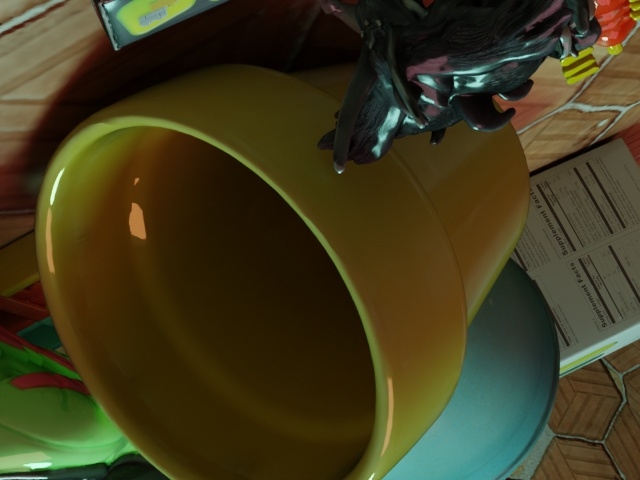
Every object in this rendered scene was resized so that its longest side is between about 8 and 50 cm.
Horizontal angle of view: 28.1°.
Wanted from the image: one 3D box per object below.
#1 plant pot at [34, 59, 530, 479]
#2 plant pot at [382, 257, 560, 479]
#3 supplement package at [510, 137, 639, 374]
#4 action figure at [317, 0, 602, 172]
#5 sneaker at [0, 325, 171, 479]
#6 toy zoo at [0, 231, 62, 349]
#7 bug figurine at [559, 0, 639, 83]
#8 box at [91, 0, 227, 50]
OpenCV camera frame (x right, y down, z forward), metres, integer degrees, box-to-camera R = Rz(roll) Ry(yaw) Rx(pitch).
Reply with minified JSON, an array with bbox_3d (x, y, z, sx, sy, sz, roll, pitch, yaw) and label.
[{"bbox_3d":[0.000,0.000,0.772,0.239,0.254,0.254,-35,176,-46],"label":"plant pot"},{"bbox_3d":[0.041,0.073,1.066,0.272,0.271,0.255,-29,151,9],"label":"plant pot"},{"bbox_3d":[0.243,0.050,1.423,0.263,0.198,0.199,-24,166,-12],"label":"supplement package"},{"bbox_3d":[0.072,-0.130,0.620,0.164,0.141,0.276,-37,178,42],"label":"action figure"},{"bbox_3d":[-0.205,0.196,0.953,0.202,0.185,0.483,-57,159,-7],"label":"sneaker"},{"bbox_3d":[-0.211,0.047,0.939,0.293,0.030,0.192,-28,166,5],"label":"toy zoo"},{"bbox_3d":[0.267,-0.209,0.811,0.279,0.072,0.216,-24,160,7],"label":"bug figurine"},{"bbox_3d":[0.000,-0.158,0.431,0.207,0.114,0.036,-26,166,-7],"label":"box"}]
